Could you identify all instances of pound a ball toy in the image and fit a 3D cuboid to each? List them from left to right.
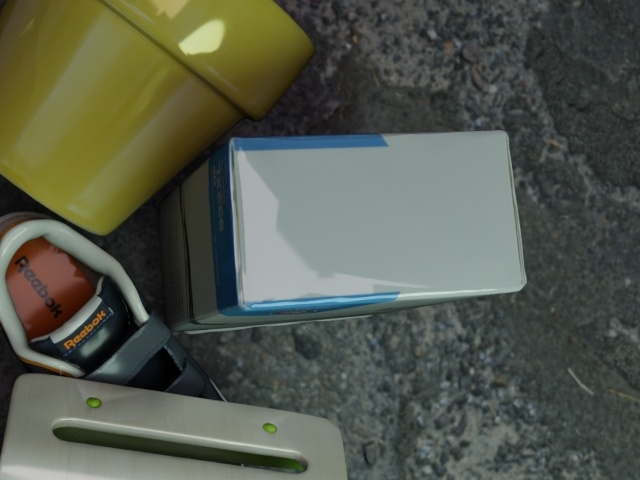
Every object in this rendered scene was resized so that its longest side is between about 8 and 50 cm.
[{"bbox_3d":[-0.114,0.247,1.032,0.319,0.208,0.135,12,37,-13],"label":"pound a ball toy"}]

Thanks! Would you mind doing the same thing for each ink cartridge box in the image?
[{"bbox_3d":[0.000,0.000,1.043,0.223,0.307,0.129,-4,84,-17],"label":"ink cartridge box"}]

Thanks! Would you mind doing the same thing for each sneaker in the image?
[{"bbox_3d":[-0.181,0.109,1.073,0.321,0.127,0.126,47,73,-10],"label":"sneaker"}]

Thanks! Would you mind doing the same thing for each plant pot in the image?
[{"bbox_3d":[-0.173,-0.143,1.046,0.254,0.254,0.239,37,90,-11],"label":"plant pot"}]
